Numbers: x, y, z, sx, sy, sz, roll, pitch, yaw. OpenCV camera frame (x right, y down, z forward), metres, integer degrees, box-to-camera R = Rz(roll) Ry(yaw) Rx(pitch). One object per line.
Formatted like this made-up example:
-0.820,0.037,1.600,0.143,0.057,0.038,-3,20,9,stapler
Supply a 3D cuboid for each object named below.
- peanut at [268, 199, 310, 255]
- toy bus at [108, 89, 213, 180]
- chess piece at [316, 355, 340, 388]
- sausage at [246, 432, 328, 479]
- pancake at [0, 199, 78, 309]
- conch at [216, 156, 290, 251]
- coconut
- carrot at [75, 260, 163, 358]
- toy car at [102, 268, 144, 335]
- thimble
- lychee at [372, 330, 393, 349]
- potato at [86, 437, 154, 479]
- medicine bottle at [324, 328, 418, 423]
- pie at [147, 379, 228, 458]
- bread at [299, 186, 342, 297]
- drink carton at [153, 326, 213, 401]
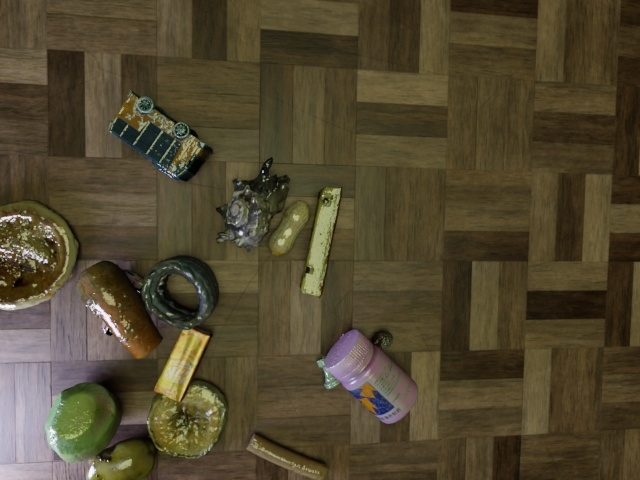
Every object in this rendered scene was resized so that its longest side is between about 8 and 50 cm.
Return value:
-0.104,-0.041,1.379,0.087,0.087,0.207,31,89,-8,peanut
-0.494,-0.316,1.291,0.275,0.138,0.167,34,90,-6,toy bus
0.026,0.457,1.435,0.067,0.067,0.103,-28,87,-5,chess piece
-0.113,0.757,1.430,0.301,0.066,0.066,28,89,-6,sausage
-0.945,0.046,1.287,0.356,0.065,0.356,0,89,-9,pancake
-0.210,-0.108,1.290,0.186,0.240,0.313,44,74,-20,conch
-0.731,0.554,1.272,0.204,0.236,0.236,-31,97,-33,coconut
-0.588,0.201,1.220,0.138,0.139,0.302,-35,102,-4,carrot
-0.647,0.197,1.320,0.108,0.089,0.210,32,87,-9,toy car
-0.441,0.165,1.305,0.205,0.172,0.236,-28,98,-2,thimble
0.217,0.351,1.449,0.083,0.067,0.068,-9,113,-25,lychee
-0.630,0.714,1.313,0.200,0.154,0.137,-23,79,-6,potato
0.170,0.458,1.392,0.290,0.178,0.178,44,87,-8,medicine bottle
-0.442,0.601,1.382,0.274,0.055,0.274,0,92,-7,pie
0.000,0.001,1.369,0.077,0.138,0.361,11,91,-5,bread
-0.444,0.395,1.339,0.096,0.071,0.223,23,78,-3,drink carton
